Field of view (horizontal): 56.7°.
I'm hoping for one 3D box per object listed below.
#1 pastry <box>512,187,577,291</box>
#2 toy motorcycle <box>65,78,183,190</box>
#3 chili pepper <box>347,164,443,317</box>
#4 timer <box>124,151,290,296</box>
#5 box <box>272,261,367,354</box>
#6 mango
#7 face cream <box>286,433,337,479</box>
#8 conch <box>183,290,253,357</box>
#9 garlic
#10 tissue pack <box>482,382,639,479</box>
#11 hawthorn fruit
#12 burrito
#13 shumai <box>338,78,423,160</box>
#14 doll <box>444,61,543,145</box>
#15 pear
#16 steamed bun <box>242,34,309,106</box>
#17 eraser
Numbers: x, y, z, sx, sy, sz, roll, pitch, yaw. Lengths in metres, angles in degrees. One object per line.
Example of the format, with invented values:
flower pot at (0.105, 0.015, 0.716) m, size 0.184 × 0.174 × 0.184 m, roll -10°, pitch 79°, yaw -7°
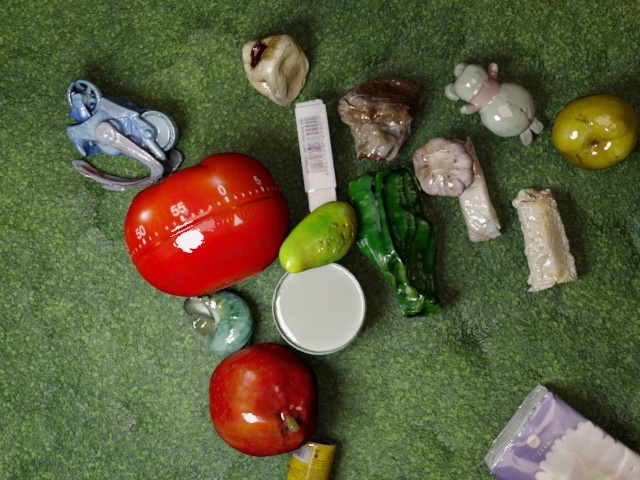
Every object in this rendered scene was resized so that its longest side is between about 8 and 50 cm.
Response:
pastry at (0.555, -0.008, 1.464) m, size 0.121 × 0.089 × 0.258 m, roll -8°, pitch 87°, yaw -9°
toy motorcycle at (-0.526, -0.253, 1.516) m, size 0.319 × 0.182 × 0.241 m, roll 23°, pitch 87°, yaw 5°
chili pepper at (0.177, 0.007, 1.446) m, size 0.167 × 0.213 × 0.385 m, roll -27°, pitch 74°, yaw 44°
timer at (-0.256, -0.027, 1.376) m, size 0.378 × 0.378 × 0.279 m, roll -25°, pitch 87°, yaw 1°
box at (0.001, 0.161, 1.454) m, size 0.226 × 0.149 × 0.226 m, roll 0°, pitch 85°, yaw 5°
mango at (0.000, 0.000, 1.358) m, size 0.125 × 0.111 × 0.233 m, roll 26°, pitch 54°, yaw 28°
face cream at (-0.048, 0.652, 1.431) m, size 0.105 × 0.105 × 0.348 m, roll 13°, pitch 85°, yaw 5°
conch at (-0.244, 0.209, 1.484) m, size 0.176 × 0.122 × 0.188 m, roll -23°, pitch 81°, yaw 23°
garlic at (0.303, -0.179, 1.462) m, size 0.159 × 0.102 × 0.147 m, roll 39°, pitch 98°, yaw 19°
tissue pack at (0.594, 0.536, 1.384) m, size 0.344 × 0.125 × 0.242 m, roll 36°, pitch 88°, yaw 7°
hawthorn fruit at (-0.121, 0.373, 1.360) m, size 0.265 × 0.307 × 0.265 m, roll -2°, pitch 95°, yaw -20°
burrito at (0.386, -0.134, 1.499) m, size 0.082 × 0.059 × 0.275 m, roll -14°, pitch 83°, yaw 17°
shumai at (0.143, -0.300, 1.511) m, size 0.184 × 0.218 × 0.185 m, roll 26°, pitch 129°, yaw 17°
doll at (0.438, -0.348, 1.488) m, size 0.275 × 0.113 × 0.155 m, roll 38°, pitch 85°, yaw 8°
pear at (0.664, -0.265, 1.431) m, size 0.200 × 0.200 × 0.200 m, roll 0°, pitch 84°, yaw 4°
steamed bun at (-0.132, -0.452, 1.531) m, size 0.155 × 0.172 × 0.141 m, roll 27°, pitch 76°, yaw 24°
eraser at (-0.005, -0.202, 1.502) m, size 0.081 × 0.124 × 0.279 m, roll -8°, pitch 83°, yaw 4°
